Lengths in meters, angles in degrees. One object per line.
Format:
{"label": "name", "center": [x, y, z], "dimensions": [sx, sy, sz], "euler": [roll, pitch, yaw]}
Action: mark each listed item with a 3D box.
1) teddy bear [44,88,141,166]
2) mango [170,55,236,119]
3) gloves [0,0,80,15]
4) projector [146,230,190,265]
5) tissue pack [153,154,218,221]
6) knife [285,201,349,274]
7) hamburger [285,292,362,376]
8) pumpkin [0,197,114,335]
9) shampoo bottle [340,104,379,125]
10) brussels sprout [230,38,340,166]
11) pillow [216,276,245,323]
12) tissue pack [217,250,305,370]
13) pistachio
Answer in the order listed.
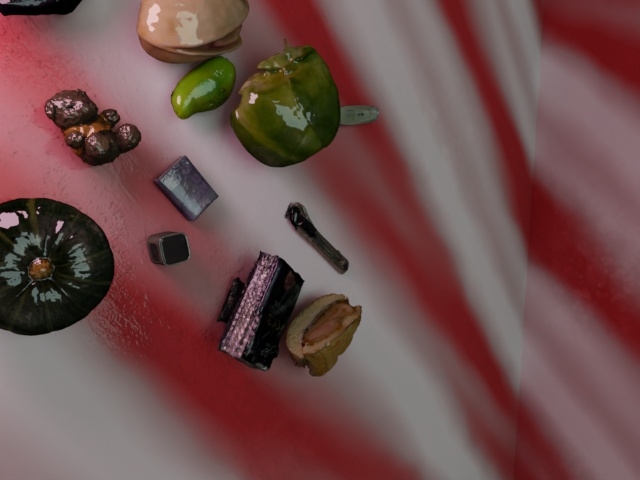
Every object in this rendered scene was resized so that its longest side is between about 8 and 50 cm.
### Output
{"label": "teddy bear", "center": [-0.555, -0.269, 1.135], "dimensions": [0.190, 0.140, 0.177], "euler": [58, 30, -19]}
{"label": "mango", "center": [-0.325, -0.419, 1.333], "dimensions": [0.125, 0.111, 0.233], "euler": [48, 64, -28]}
{"label": "gloves", "center": [-0.597, -0.564, 1.023], "dimensions": [0.301, 0.197, 0.152], "euler": [-38, 106, -35]}
{"label": "projector", "center": [-0.414, 0.021, 1.299], "dimensions": [0.083, 0.082, 0.083], "euler": [-18, 104, -41]}
{"label": "tissue pack", "center": [-0.377, -0.145, 1.344], "dimensions": [0.112, 0.051, 0.156], "euler": [-51, 124, -24]}
{"label": "knife", "center": [0.004, 0.001, 1.699], "dimensions": [0.365, 0.043, 0.089], "euler": [47, 64, -34]}
{"label": "hamburger", "center": [-0.006, 0.341, 1.616], "dimensions": [0.330, 0.162, 0.209], "euler": [-37, 148, -47]}
{"label": "pumpkin", "center": [-0.615, 0.052, 1.044], "dimensions": [0.300, 0.207, 0.300], "euler": [-5, 100, -28]}
{"label": "shampoo bottle", "center": [0.134, -0.469, 1.781], "dimensions": [0.212, 0.049, 0.072], "euler": [-19, 101, -40]}
{"label": "brussels sprout", "center": [-0.097, -0.397, 1.443], "dimensions": [0.314, 0.275, 0.371], "euler": [35, 62, -24]}
{"label": "pillow", "center": [-0.261, 0.193, 1.470], "dimensions": [0.090, 0.048, 0.150], "euler": [29, 77, -33]}
{"label": "tissue pack", "center": [-0.166, 0.227, 1.475], "dimensions": [0.333, 0.123, 0.245], "euler": [-68, 154, -17]}
{"label": "pistachio", "center": [-0.333, -0.565, 1.232], "dimensions": [0.308, 0.229, 0.230], "euler": [-24, 108, -37]}
